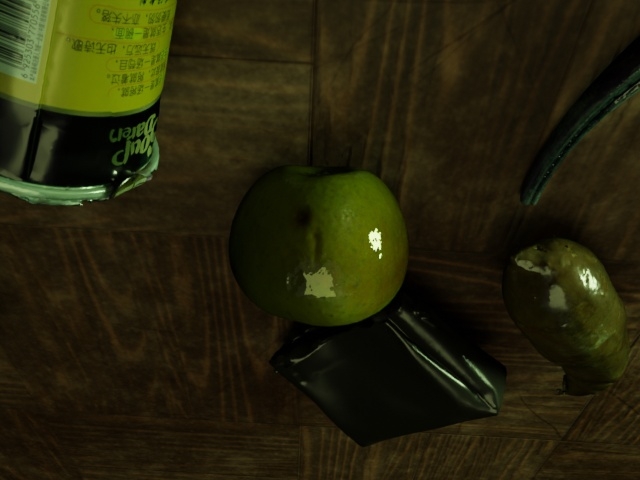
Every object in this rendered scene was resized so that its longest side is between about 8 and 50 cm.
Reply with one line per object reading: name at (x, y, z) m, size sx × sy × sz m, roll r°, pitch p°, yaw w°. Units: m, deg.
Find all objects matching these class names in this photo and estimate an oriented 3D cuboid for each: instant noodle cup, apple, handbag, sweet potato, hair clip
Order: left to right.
instant noodle cup at (-0.203, -0.180, 0.441) m, size 0.215 × 0.216 × 0.236 m, roll 19°, pitch 126°, yaw -15°
apple at (0.000, 0.000, 0.611) m, size 0.196 × 0.196 × 0.157 m, roll 3°, pitch 106°, yaw 1°
handbag at (0.095, 0.191, 0.845) m, size 0.285 × 0.113 × 0.257 m, roll -28°, pitch 122°, yaw 37°
sweet potato at (0.339, 0.121, 0.759) m, size 0.130 × 0.131 × 0.423 m, roll -20°, pitch 139°, yaw 21°
hair clip at (0.281, -0.134, 0.566) m, size 0.083 × 0.048 × 0.275 m, roll 19°, pitch 138°, yaw -18°
